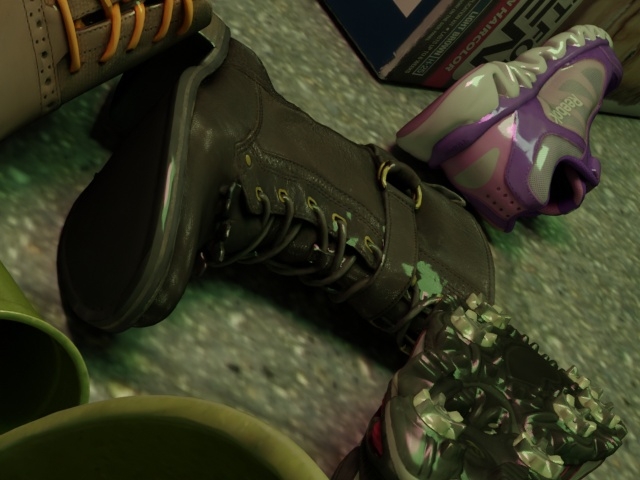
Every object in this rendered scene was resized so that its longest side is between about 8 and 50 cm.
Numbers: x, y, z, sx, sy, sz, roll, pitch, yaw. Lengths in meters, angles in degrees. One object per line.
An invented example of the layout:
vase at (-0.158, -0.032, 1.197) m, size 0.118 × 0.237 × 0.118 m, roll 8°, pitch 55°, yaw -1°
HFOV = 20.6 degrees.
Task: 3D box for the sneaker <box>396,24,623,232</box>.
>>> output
sneaker at (0.143, -0.068, 1.143) m, size 0.104 × 0.095 × 0.236 m, roll 52°, pitch 34°, yaw 6°

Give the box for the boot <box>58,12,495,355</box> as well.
boot at (0.000, 0.000, 0.869) m, size 0.229 × 0.091 × 0.263 m, roll 36°, pitch 32°, yaw -18°

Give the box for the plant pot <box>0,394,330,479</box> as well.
plant pot at (-0.005, 0.230, 0.396) m, size 0.293 × 0.275 × 0.274 m, roll 44°, pitch 24°, yaw -28°

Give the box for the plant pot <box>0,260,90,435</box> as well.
plant pot at (-0.137, 0.040, 0.667) m, size 0.083 × 0.083 × 0.079 m, roll 22°, pitch 21°, yaw -32°

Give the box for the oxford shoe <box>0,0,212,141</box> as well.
oxford shoe at (-0.122, -0.121, 0.779) m, size 0.133 × 0.130 × 0.363 m, roll 7°, pitch 38°, yaw 10°

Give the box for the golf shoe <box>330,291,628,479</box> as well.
golf shoe at (0.055, 0.101, 0.779) m, size 0.105 × 0.120 × 0.273 m, roll 41°, pitch 18°, yaw 10°

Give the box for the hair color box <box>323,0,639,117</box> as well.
hair color box at (0.174, -0.192, 1.255) m, size 0.347 × 0.174 × 0.105 m, roll 1°, pitch 49°, yaw -50°
